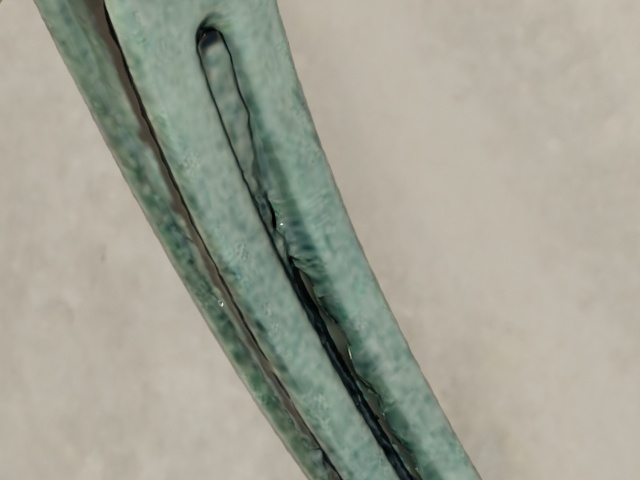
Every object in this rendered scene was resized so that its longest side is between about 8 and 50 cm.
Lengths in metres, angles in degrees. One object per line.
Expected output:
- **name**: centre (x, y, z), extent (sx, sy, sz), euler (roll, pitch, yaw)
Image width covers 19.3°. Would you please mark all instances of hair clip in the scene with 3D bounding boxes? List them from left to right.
- **hair clip**: centre (0.000, 0.000, 0.368), extent (0.048, 0.083, 0.275), euler (-43, 115, -38)
